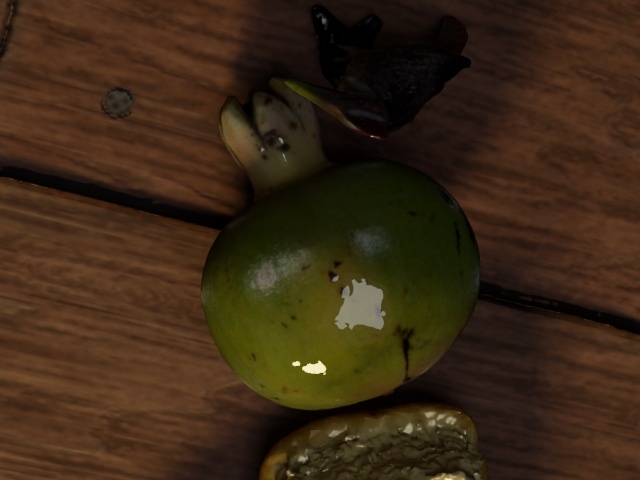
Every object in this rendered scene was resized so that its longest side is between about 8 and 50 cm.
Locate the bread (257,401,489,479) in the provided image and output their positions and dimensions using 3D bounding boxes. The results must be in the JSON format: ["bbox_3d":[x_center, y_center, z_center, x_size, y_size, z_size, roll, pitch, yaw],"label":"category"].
[{"bbox_3d":[0.048,0.236,1.225,0.174,0.121,0.246,-15,114,-14],"label":"bread"}]

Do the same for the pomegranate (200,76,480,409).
[{"bbox_3d":[-0.007,0.013,1.106,0.210,0.179,0.179,36,99,3],"label":"pomegranate"}]

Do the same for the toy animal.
[{"bbox_3d":[0.038,-0.099,1.071,0.105,0.202,0.070,1,111,9],"label":"toy animal"}]
